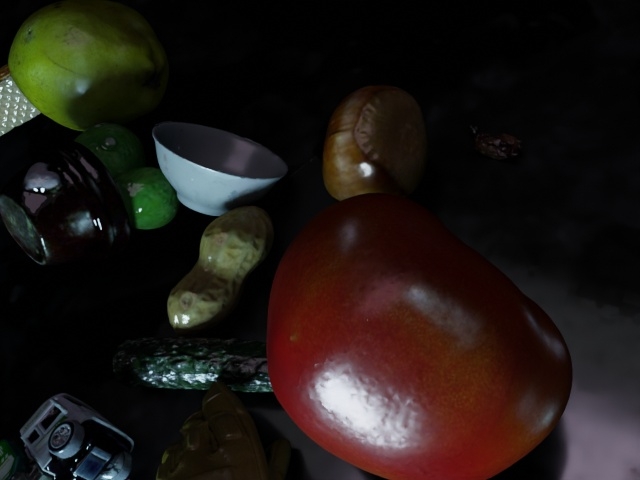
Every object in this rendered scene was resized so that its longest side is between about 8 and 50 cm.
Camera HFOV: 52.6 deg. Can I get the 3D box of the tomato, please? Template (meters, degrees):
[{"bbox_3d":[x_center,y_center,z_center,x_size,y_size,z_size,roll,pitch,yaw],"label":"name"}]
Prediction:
[{"bbox_3d":[0.071,0.093,0.600,0.226,0.298,0.299,-46,54,8],"label":"tomato"}]

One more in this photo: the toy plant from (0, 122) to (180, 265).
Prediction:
[{"bbox_3d":[-0.320,-0.070,0.918,0.218,0.176,0.235,34,47,26],"label":"toy plant"}]

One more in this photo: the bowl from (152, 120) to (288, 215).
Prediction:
[{"bbox_3d":[-0.146,-0.089,0.885,0.189,0.189,0.086,37,116,34],"label":"bowl"}]

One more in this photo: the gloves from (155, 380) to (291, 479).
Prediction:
[{"bbox_3d":[-0.102,0.284,0.614,0.154,0.141,0.331,-18,54,10],"label":"gloves"}]

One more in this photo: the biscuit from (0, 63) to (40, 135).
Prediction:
[{"bbox_3d":[-0.664,-0.189,1.154,0.378,0.094,0.054,-30,48,-1],"label":"biscuit"}]

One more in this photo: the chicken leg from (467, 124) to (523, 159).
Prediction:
[{"bbox_3d":[0.221,-0.125,0.835,0.083,0.021,0.036,25,80,36],"label":"chicken leg"}]

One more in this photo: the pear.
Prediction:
[{"bbox_3d":[-0.370,-0.278,1.033,0.269,0.212,0.213,12,63,19],"label":"pear"}]

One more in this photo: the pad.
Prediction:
[{"bbox_3d":[0.000,0.000,0.844,0.163,0.004,0.243,-38,54,-6],"label":"pad"}]

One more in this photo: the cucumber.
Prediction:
[{"bbox_3d":[-0.101,0.145,0.752,0.293,0.068,0.068,-1,58,18],"label":"cucumber"}]

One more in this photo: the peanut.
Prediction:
[{"bbox_3d":[-0.126,0.035,0.814,0.089,0.089,0.193,16,68,28],"label":"peanut"}]

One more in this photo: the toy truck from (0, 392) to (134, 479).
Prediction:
[{"bbox_3d":[-0.331,0.294,0.714,0.124,0.114,0.253,22,68,42],"label":"toy truck"}]

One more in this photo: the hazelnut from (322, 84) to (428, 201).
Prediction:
[{"bbox_3d":[0.060,-0.118,0.819,0.150,0.150,0.150,-9,56,14],"label":"hazelnut"}]
